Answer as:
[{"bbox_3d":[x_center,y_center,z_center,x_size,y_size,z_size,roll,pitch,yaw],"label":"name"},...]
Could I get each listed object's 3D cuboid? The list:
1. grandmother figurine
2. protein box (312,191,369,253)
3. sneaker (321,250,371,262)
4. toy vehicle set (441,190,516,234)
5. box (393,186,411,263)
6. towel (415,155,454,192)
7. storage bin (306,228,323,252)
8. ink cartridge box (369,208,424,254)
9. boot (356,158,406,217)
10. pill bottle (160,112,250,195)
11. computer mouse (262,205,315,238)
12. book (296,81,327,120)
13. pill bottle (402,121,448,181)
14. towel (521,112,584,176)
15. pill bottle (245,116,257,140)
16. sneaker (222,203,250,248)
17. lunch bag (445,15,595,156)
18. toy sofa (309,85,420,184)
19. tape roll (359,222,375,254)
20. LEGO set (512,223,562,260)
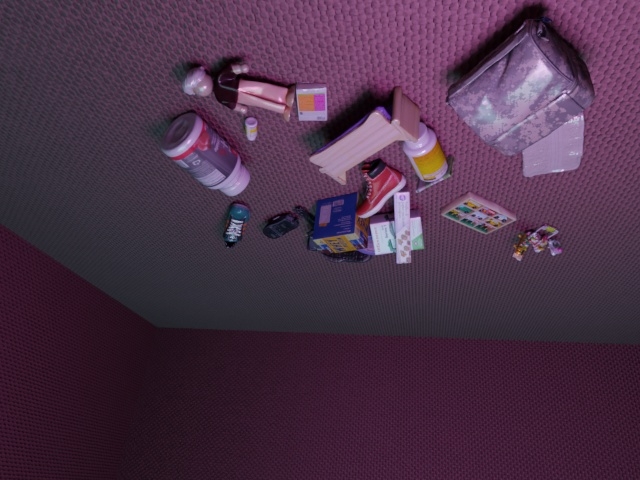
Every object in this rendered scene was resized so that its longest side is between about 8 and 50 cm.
[{"bbox_3d":[-0.255,-0.465,1.427,0.342,0.104,0.208,8,143,-9],"label":"grandmother figurine"},{"bbox_3d":[0.091,-0.071,1.965,0.199,0.201,0.136,-9,148,27],"label":"protein box"},{"bbox_3d":[0.133,0.074,2.330,0.267,0.101,0.106,9,174,19],"label":"sneaker"},{"bbox_3d":[0.667,-0.112,1.945,0.266,0.035,0.166,20,149,-23],"label":"toy vehicle set"},{"bbox_3d":[0.339,-0.059,1.901,0.063,0.067,0.324,-3,117,8],"label":"box"},{"bbox_3d":[0.420,-0.239,1.683,0.023,0.113,0.152,39,139,-25],"label":"towel"},{"bbox_3d":[0.000,0.000,2.238,0.135,0.098,0.091,5,141,3],"label":"storage bin"},{"bbox_3d":[0.330,-0.035,2.004,0.219,0.093,0.160,-9,116,11],"label":"ink cartridge box"},{"bbox_3d":[0.186,-0.204,1.785,0.176,0.088,0.244,27,123,-31],"label":"boot"},{"bbox_3d":[-0.404,-0.298,1.677,0.176,0.176,0.318,-11,147,29],"label":"pill bottle"},{"bbox_3d":[-0.133,-0.071,2.167,0.262,0.060,0.184,-29,132,30],"label":"computer mouse"},{"bbox_3d":[-0.026,-0.444,1.485,0.096,0.035,0.144,2,152,2],"label":"book"},{"bbox_3d":[0.353,-0.304,1.573,0.117,0.117,0.215,-9,148,27],"label":"pill bottle"},{"bbox_3d":[0.772,-0.313,1.543,0.187,0.049,0.282,-8,148,23],"label":"towel"},{"bbox_3d":[-0.243,-0.390,1.615,0.043,0.043,0.083,8,152,-4],"label":"pill bottle"},{"bbox_3d":[-0.398,-0.060,2.170,0.108,0.121,0.302,12,151,-11],"label":"sneaker"},{"bbox_3d":[0.528,-0.413,1.238,0.255,0.213,0.305,21,147,-27],"label":"lunch bag"},{"bbox_3d":[0.136,-0.345,1.509,0.177,0.150,0.362,30,144,-28],"label":"toy sofa"},{"bbox_3d":[0.255,-0.008,2.175,0.188,0.080,0.189,4,151,2],"label":"tape roll"},{"bbox_3d":[0.941,0.000,1.994,0.286,0.132,0.107,-4,153,-30],"label":"LEGO set"}]
